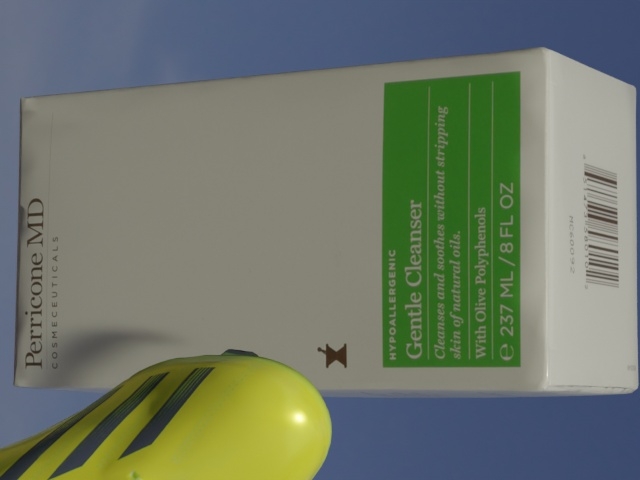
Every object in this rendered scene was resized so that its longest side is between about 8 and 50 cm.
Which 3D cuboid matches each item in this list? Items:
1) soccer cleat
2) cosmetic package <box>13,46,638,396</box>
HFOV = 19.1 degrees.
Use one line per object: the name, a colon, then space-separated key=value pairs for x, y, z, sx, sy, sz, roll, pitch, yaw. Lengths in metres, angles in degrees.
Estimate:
soccer cleat: x=-0.125 y=0.131 z=0.858 sx=0.289 sy=0.121 sz=0.093 roll=-20 pitch=-75 yaw=24
cosmetic package: x=0.000 y=0.000 z=1.165 sx=0.366 sy=0.155 sz=0.197 roll=-4 pitch=-96 yaw=28
